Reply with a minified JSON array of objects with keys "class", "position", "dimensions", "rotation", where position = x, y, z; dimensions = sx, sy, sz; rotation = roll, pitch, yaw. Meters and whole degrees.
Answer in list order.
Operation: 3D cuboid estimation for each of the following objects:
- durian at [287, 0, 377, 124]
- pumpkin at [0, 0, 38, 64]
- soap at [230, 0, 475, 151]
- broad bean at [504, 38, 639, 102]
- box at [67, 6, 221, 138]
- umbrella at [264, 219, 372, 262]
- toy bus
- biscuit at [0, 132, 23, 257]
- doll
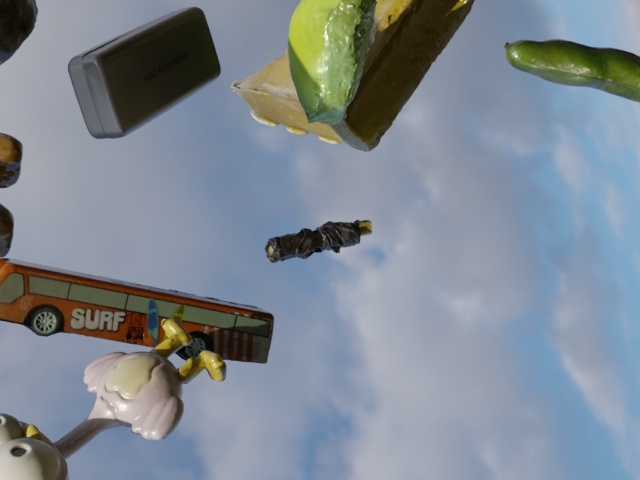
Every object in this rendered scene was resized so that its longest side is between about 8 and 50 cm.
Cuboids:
[{"class":"durian","position":[0.022,-0.279,1.383],"dimensions":[0.101,0.139,0.250],"rotation":[5,-76,-35]},{"class":"pumpkin","position":[-0.626,-0.396,1.773],"dimensions":[0.139,0.317,0.222],"rotation":[38,-120,-42]},{"class":"soap","position":[0.048,-0.334,1.709],"dimensions":[0.338,0.304,0.169],"rotation":[-56,-45,-12]},{"class":"broad bean","position":[0.329,-0.143,1.000],"dimensions":[0.292,0.049,0.144],"rotation":[28,-158,26]},{"class":"box","position":[-0.208,-0.208,1.253],"dimensions":[0.243,0.055,0.103],"rotation":[-47,-53,-55]},{"class":"umbrella","position":[0.000,0.000,1.290],"dimensions":[0.144,0.040,0.037],"rotation":[-13,-143,-25]},{"class":"toy bus","position":[-0.263,0.105,1.426],"dimensions":[0.409,0.093,0.092],"rotation":[13,-90,-25]},{"class":"biscuit","position":[-0.613,-0.087,1.585],"dimensions":[0.291,0.237,0.062],"rotation":[8,-145,-12]},{"class":"doll","position":[-0.285,0.222,1.226],"dimensions":[0.365,0.094,0.160],"rotation":[-27,-133,-35]}]
